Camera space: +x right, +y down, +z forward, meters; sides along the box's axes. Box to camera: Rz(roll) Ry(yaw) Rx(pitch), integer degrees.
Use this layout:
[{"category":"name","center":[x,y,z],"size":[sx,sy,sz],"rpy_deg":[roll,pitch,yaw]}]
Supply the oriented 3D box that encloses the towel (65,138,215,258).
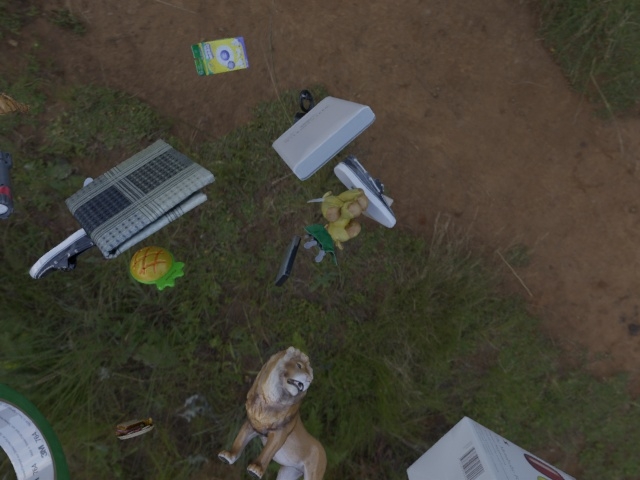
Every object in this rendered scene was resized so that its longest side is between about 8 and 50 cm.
[{"category":"towel","center":[-0.462,-0.120,1.143],"size":[0.324,0.312,0.056],"rpy_deg":[-41,139,-19]}]

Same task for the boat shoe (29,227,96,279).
[{"category":"boat shoe","center":[-0.759,0.053,1.330],"size":[0.229,0.080,0.076],"rpy_deg":[-39,90,-4]}]

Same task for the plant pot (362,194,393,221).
[{"category":"plant pot","center":[0.207,-0.154,1.799],"size":[0.096,0.109,0.109],"rpy_deg":[31,91,-39]}]

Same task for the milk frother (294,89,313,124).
[{"category":"milk frother","center":[0.001,-0.369,1.306],"size":[0.135,0.129,0.143],"rpy_deg":[3,112,13]}]

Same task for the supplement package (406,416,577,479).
[{"category":"supplement package","center":[0.267,0.384,0.617],"size":[0.244,0.139,0.133],"rpy_deg":[33,109,-17]}]

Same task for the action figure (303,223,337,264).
[{"category":"action figure","center":[0.000,0.000,1.294],"size":[0.064,0.232,0.137],"rpy_deg":[-36,96,12]}]

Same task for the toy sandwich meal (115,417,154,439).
[{"category":"toy sandwich meal","center":[-0.410,0.412,0.980],"size":[0.086,0.085,0.029],"rpy_deg":[-16,80,3]}]

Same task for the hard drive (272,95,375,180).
[{"category":"hard drive","center":[-0.008,-0.253,1.046],"size":[0.203,0.307,0.040],"rpy_deg":[-40,116,3]}]

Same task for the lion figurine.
[{"category":"lion figurine","center":[-0.067,0.435,0.955],"size":[0.142,0.240,0.391],"rpy_deg":[5,126,31]}]

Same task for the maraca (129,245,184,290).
[{"category":"maraca","center":[-0.495,0.081,1.340],"size":[0.186,0.127,0.099],"rpy_deg":[24,154,24]}]

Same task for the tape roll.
[{"category":"tape roll","center":[-0.592,0.407,0.798],"size":[0.077,0.321,0.321],"rpy_deg":[-32,117,-9]}]

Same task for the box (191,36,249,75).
[{"category":"box","center":[-0.342,-0.630,1.516],"size":[0.179,0.043,0.105],"rpy_deg":[-22,116,-25]}]

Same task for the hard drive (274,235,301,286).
[{"category":"hard drive","center":[-0.096,0.062,1.317],"size":[0.022,0.135,0.094],"rpy_deg":[23,148,-11]}]

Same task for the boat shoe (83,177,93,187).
[{"category":"boat shoe","center":[-0.884,-0.189,1.689],"size":[0.035,0.035,0.100],"rpy_deg":[0,94,-32]}]

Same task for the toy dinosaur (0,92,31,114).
[{"category":"toy dinosaur","center":[-0.751,-0.312,1.030],"size":[0.112,0.211,0.064],"rpy_deg":[36,112,-20]}]

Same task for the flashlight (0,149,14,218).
[{"category":"flashlight","center":[-1.233,-0.218,1.683],"size":[0.103,0.304,0.103],"rpy_deg":[-40,149,16]}]

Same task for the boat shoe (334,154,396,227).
[{"category":"boat shoe","center":[0.183,-0.181,1.608],"size":[0.102,0.108,0.301],"rpy_deg":[-43,90,-14]}]

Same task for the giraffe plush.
[{"category":"giraffe plush","center":[0.071,-0.066,1.509],"size":[0.211,0.181,0.170],"rpy_deg":[1,120,31]}]
